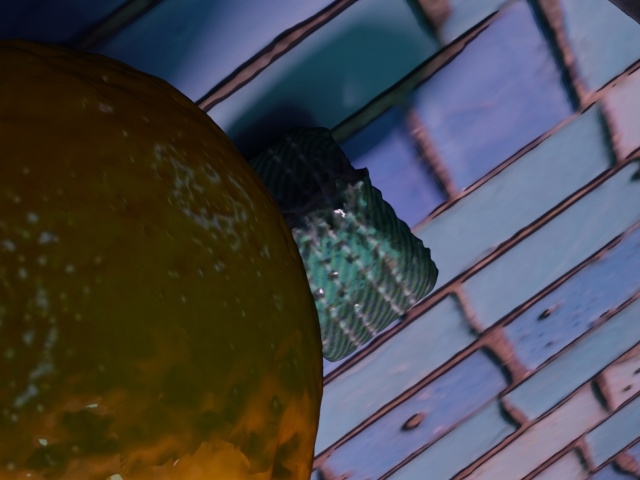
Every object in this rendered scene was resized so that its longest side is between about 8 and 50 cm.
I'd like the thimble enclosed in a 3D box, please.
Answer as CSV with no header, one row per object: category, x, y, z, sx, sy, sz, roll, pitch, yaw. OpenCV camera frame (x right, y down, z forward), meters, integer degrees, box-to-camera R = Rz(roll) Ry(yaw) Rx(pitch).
thimble,0.000,0.000,1.146,0.090,0.118,0.135,-39,137,-2

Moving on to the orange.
orange,-0.155,0.081,0.907,0.341,0.293,0.340,-27,153,-15

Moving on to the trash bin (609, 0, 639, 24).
trash bin,0.197,-0.196,1.029,0.161,0.175,0.175,-52,151,4
